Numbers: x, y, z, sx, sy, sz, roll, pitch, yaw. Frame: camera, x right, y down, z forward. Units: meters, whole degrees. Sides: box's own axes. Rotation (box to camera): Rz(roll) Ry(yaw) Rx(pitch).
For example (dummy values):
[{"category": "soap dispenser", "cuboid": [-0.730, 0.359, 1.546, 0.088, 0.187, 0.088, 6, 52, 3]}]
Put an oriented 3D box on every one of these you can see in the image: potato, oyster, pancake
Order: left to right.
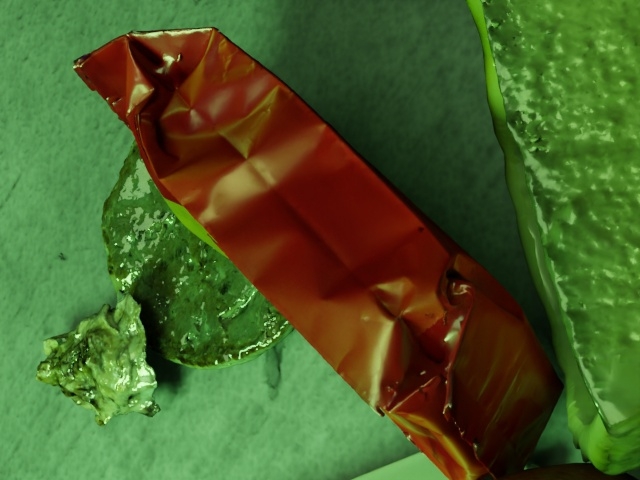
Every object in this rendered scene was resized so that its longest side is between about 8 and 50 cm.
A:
[{"category": "oyster", "cuboid": [-0.186, 0.111, 1.510, 0.165, 0.053, 0.108, -29, 85, 55]}, {"category": "pancake", "cuboid": [-0.088, -0.010, 1.470, 0.253, 0.037, 0.254, -8, 77, 38]}, {"category": "potato", "cuboid": [0.226, -0.029, 1.114, 0.212, 0.280, 0.330, -14, 73, 3]}]

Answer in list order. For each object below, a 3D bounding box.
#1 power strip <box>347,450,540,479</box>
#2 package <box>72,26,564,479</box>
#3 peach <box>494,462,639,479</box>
[{"category": "power strip", "cuboid": [0.025, 0.233, 1.328, 0.338, 0.058, 0.098, -27, 67, 32]}, {"category": "package", "cuboid": [0.000, 0.001, 1.255, 0.123, 0.196, 0.423, -43, 55, -4]}, {"category": "peach", "cuboid": [0.143, 0.274, 1.129, 0.257, 0.232, 0.232, -55, 53, 37]}]
